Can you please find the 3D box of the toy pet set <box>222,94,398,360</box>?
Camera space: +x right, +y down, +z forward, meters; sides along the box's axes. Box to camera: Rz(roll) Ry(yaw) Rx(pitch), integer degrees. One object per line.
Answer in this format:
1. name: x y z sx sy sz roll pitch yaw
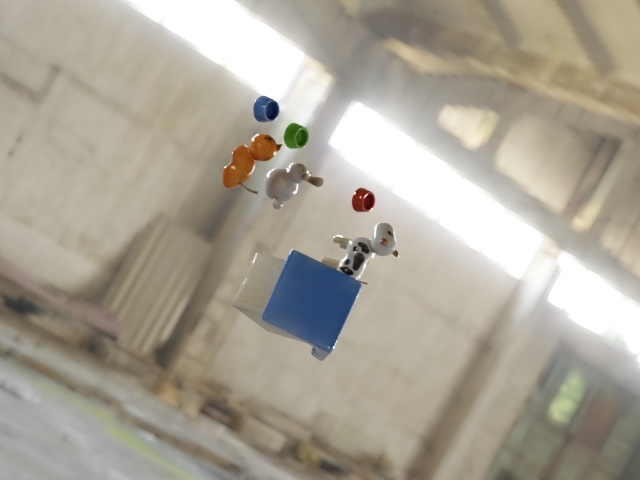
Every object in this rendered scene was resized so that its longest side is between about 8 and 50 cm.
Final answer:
1. toy pet set: 0.000 0.000 0.944 0.065 0.114 0.122 13 -17 40
